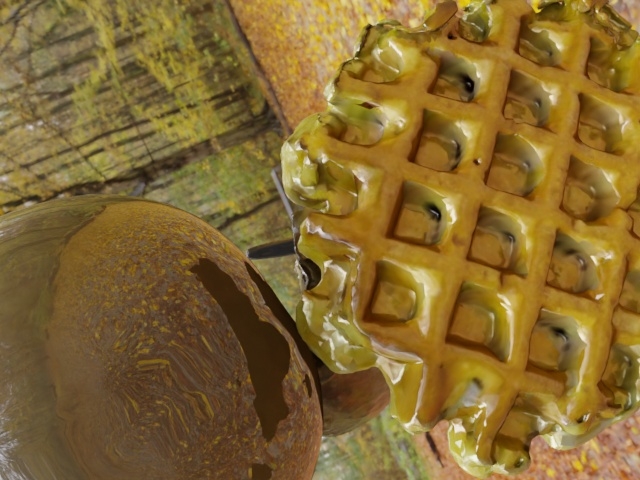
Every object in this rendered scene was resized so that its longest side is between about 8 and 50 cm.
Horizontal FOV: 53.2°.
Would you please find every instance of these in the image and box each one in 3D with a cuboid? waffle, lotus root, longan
[{"bbox_3d":[0.126,-0.024,0.414,0.302,0.325,0.068,62,166,6],"label":"waffle"},{"bbox_3d":[0.050,0.079,0.637,0.314,0.142,0.210,74,-172,-84],"label":"lotus root"},{"bbox_3d":[-0.152,0.121,0.447,0.319,0.319,0.318,156,90,-87],"label":"longan"}]

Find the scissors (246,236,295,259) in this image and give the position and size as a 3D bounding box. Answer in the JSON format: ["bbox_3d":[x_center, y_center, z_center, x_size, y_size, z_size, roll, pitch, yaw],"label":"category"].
[{"bbox_3d":[0.000,0.000,0.932,0.017,0.220,0.088,-134,34,-78],"label":"scissors"}]
